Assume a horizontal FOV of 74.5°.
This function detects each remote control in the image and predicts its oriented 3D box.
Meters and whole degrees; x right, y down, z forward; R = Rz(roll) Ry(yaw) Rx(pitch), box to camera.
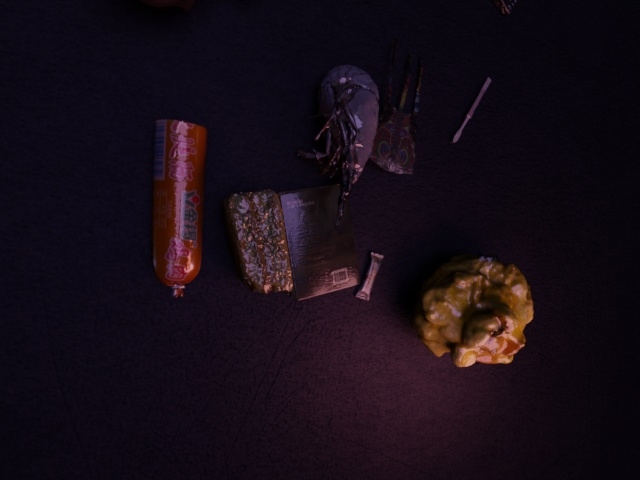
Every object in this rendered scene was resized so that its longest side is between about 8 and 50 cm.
[{"bbox_3d":[0.511,-0.660,1.039,0.063,0.025,0.245,43,79,-20],"label":"remote control"}]

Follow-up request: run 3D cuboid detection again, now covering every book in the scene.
[{"bbox_3d":[0.000,0.000,0.896,0.160,0.024,0.228,-12,98,-22],"label":"book"}]

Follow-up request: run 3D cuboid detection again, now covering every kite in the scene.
[{"bbox_3d":[0.178,-0.292,0.930,0.152,0.015,0.285,9,89,-39],"label":"kite"}]

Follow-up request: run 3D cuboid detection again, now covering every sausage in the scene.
[{"bbox_3d":[-0.256,-0.052,0.757,0.093,0.093,0.312,2,94,-21],"label":"sausage"}]

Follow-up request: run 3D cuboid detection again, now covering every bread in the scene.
[{"bbox_3d":[-0.121,0.003,0.792,0.102,0.138,0.196,-12,100,-16],"label":"bread"}]

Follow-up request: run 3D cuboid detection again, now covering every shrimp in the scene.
[{"bbox_3d":[0.039,-0.191,0.845,0.145,0.116,0.342,9,82,-23],"label":"shrimp"}]

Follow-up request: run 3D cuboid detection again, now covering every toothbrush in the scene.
[{"bbox_3d":[0.363,-0.313,1.014,0.014,0.017,0.194,34,82,-19],"label":"toothbrush"}]

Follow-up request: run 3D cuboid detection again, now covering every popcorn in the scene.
[{"bbox_3d":[0.344,0.158,0.948,0.287,0.215,0.252,-13,61,-14],"label":"popcorn"}]

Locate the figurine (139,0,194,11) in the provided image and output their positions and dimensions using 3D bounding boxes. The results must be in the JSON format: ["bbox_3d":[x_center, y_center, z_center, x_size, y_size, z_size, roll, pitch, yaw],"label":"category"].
[{"bbox_3d":[-0.178,-0.483,0.690,0.365,0.218,0.206,-4,87,-22],"label":"figurine"}]

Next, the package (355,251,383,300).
[{"bbox_3d":[0.111,0.081,0.951,0.037,0.015,0.110,20,89,-27],"label":"package"}]
